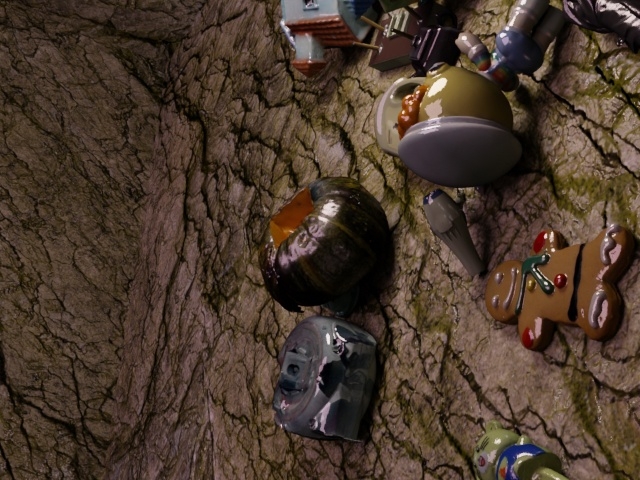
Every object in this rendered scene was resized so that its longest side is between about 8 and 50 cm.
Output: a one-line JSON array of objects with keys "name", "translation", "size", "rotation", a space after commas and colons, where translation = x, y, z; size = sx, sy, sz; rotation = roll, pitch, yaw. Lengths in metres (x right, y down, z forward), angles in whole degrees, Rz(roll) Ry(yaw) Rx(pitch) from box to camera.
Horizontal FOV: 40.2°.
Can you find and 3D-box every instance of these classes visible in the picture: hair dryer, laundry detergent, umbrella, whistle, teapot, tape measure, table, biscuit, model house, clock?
[{"name": "hair dryer", "translation": [0.260, -0.018, 1.600], "size": [0.067, 0.199, 0.167], "rotation": [-27, 84, 24]}, {"name": "laundry detergent", "translation": [0.189, -0.251, 1.833], "size": [0.253, 0.091, 0.181], "rotation": [18, 108, 61]}, {"name": "umbrella", "translation": [0.478, -0.335, 1.321], "size": [0.118, 0.118, 0.340], "rotation": [-60, 27, 23]}, {"name": "whistle", "translation": [0.293, 0.337, 1.263], "size": [0.227, 0.085, 0.105], "rotation": [17, 98, 65]}, {"name": "teapot", "translation": [0.237, -0.410, 1.874], "size": [0.177, 0.096, 0.087], "rotation": [-67, 25, 8]}, {"name": "tape measure", "translation": [0.005, 0.284, 1.818], "size": [0.275, 0.147, 0.256], "rotation": [-10, 64, 61]}, {"name": "table", "translation": [0.173, -0.485, 2.039], "size": [0.240, 0.111, 0.122], "rotation": [4, 76, 64]}, {"name": "biscuit", "translation": [0.355, 0.074, 1.366], "size": [0.301, 0.049, 0.197], "rotation": [-11, 62, 63]}, {"name": "model house", "translation": [0.041, -0.600, 2.314], "size": [0.294, 0.251, 0.330], "rotation": [7, 102, 42]}, {"name": "clock", "translation": [0.050, 0.122, 1.958], "size": [0.101, 0.041, 0.135], "rotation": [-69, 25, 6]}]

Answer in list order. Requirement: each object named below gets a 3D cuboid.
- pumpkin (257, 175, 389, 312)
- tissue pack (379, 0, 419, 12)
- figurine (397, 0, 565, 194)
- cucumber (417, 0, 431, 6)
[{"name": "pumpkin", "translation": [0.000, 0.000, 1.904], "size": [0.320, 0.192, 0.320], "rotation": [-39, 24, 21]}, {"name": "tissue pack", "translation": [0.223, -0.597, 1.891], "size": [0.229, 0.145, 0.159], "rotation": [-19, 72, 12]}, {"name": "figurine", "translation": [0.286, -0.270, 1.531], "size": [0.205, 0.224, 0.382], "rotation": [38, 108, 60]}, {"name": "cucumber", "translation": [0.266, -0.585, 2.010], "size": [0.133, 0.032, 0.032], "rotation": [-47, 34, 43]}]
